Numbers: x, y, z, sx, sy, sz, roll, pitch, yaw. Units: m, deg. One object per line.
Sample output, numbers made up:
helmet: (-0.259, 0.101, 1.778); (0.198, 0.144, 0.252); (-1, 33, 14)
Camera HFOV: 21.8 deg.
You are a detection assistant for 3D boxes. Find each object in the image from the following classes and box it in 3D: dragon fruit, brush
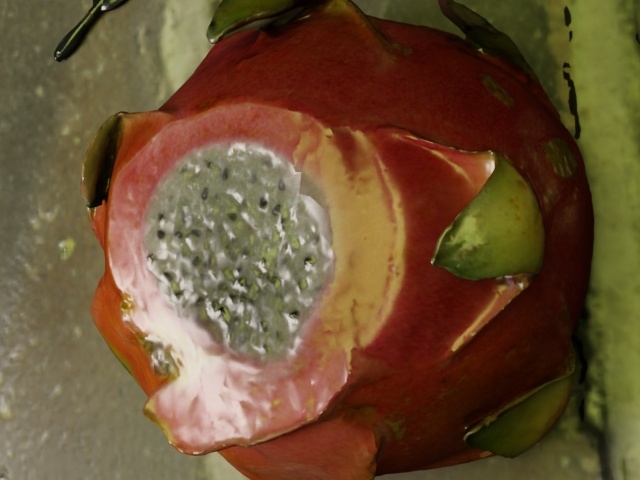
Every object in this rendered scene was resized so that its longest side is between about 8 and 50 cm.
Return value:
dragon fruit: (0.000, 0.000, 0.899); (0.290, 0.189, 0.291); (-2, 83, 19)
brush: (-0.144, -0.147, 1.063); (0.024, 0.008, 0.083); (43, 100, 17)
